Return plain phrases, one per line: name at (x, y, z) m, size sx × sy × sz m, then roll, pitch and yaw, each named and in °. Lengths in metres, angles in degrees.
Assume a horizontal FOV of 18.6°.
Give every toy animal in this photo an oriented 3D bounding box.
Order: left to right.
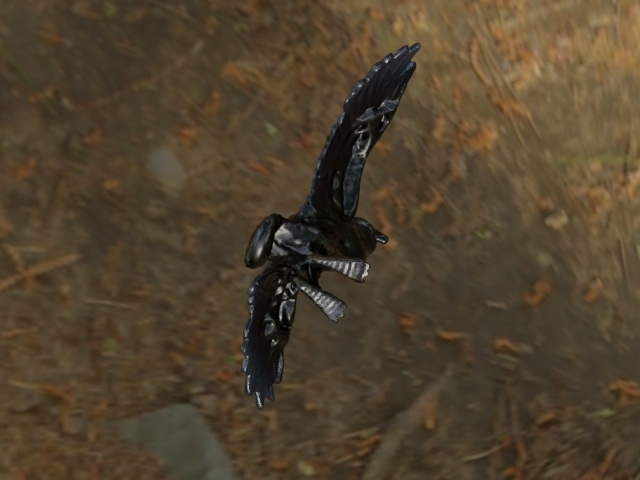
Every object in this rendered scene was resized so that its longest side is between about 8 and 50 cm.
toy animal at (0.000, 0.000, 1.017) m, size 0.062 × 0.108 × 0.220 m, roll 24°, pitch 111°, yaw 3°
